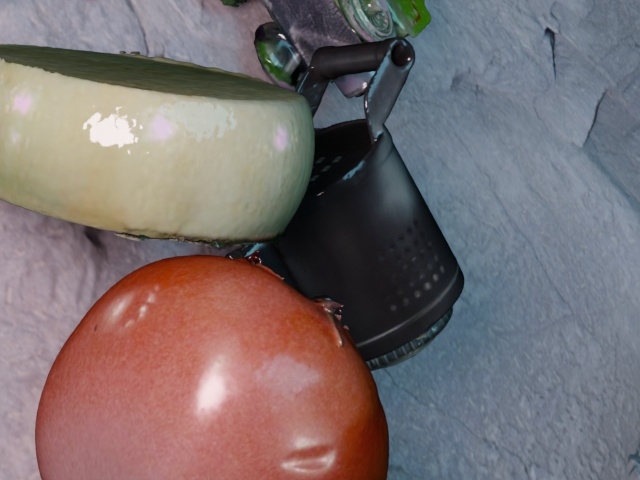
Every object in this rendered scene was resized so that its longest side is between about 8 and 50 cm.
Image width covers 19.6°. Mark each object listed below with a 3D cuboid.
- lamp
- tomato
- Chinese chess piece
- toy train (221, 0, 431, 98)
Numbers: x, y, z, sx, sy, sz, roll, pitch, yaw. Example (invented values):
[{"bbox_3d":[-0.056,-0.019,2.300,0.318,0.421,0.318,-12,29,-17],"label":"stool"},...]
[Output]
[{"bbox_3d":[0.037,0.002,2.052,0.272,0.205,0.374,42,68,-28],"label":"lamp"},{"bbox_3d":[-0.097,0.190,1.734,0.341,0.341,0.273,49,56,-17],"label":"tomato"},{"bbox_3d":[-0.180,-0.096,1.793,0.349,0.349,0.146,-1,104,-49],"label":"Chinese chess piece"},{"bbox_3d":[-0.008,-0.324,2.257,0.307,0.173,0.249,56,30,-9],"label":"toy train"}]
